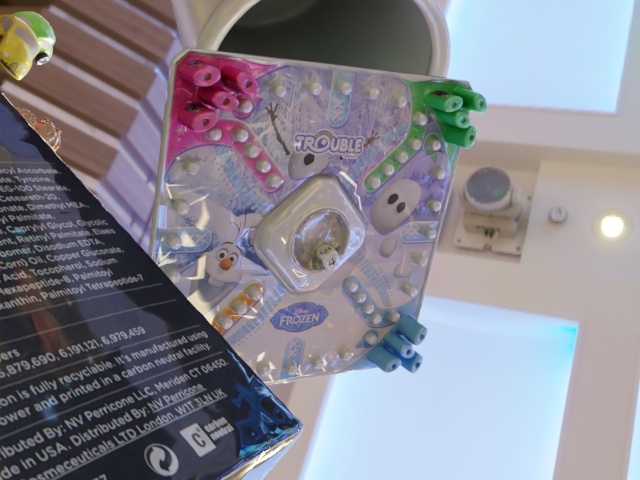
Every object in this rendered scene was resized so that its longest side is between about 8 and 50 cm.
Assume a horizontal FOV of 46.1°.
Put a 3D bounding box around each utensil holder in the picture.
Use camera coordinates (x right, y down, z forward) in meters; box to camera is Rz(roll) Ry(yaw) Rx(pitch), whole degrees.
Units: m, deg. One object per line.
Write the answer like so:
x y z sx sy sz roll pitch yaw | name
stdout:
-0.043 -0.323 1.037 0.328 0.327 0.385 -23 -131 4 | utensil holder

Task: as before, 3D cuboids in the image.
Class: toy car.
-0.431 -0.314 1.058 0.053 0.225 0.239 -32 -96 2 | toy car

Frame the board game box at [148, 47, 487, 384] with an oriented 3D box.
0.000 0.000 0.857 0.390 0.390 0.050 -2 -157 -33 | board game box

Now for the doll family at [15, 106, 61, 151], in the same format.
-0.379 -0.071 0.885 0.163 0.263 0.118 -30 -118 -35 | doll family

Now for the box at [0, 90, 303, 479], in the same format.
-0.361 0.166 0.590 0.472 0.297 0.480 45 -66 15 | box
